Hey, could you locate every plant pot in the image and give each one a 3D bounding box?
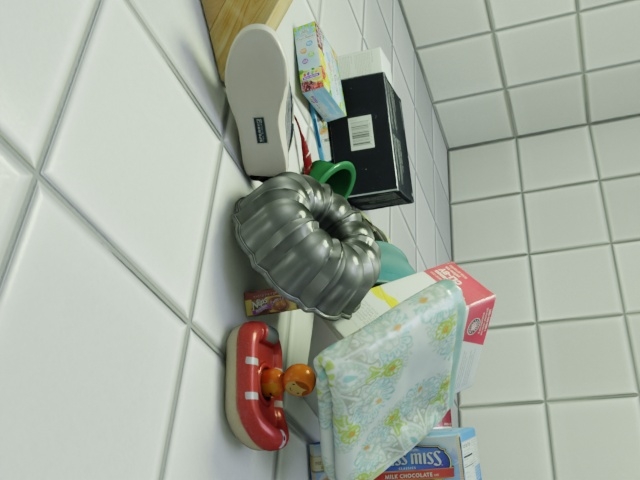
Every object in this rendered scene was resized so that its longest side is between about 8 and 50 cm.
[{"bbox_3d":[0.147,0.141,1.924,0.255,0.271,0.272,-83,157,-57],"label":"plant pot"}]

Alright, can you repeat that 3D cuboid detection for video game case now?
[{"bbox_3d":[0.007,-0.302,2.072,0.119,0.015,0.167,-35,115,-69],"label":"video game case"}]

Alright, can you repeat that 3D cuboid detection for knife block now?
[{"bbox_3d":[-0.103,-0.461,1.455,0.088,0.241,0.276,-43,122,-67],"label":"knife block"}]

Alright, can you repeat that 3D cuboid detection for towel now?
[{"bbox_3d":[0.138,0.283,1.426,0.320,0.090,0.375,-30,134,-30],"label":"towel"}]

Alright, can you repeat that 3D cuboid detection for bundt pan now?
[{"bbox_3d":[-0.007,-0.008,1.470,0.330,0.124,0.331,35,26,-20],"label":"bundt pan"}]

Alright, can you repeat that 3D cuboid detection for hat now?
[{"bbox_3d":[-0.028,-0.174,1.897,0.209,0.183,0.173,-58,153,8],"label":"hat"}]

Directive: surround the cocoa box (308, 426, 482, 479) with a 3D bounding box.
[{"bbox_3d":[0.175,0.546,1.663,0.231,0.346,0.228,27,56,-68],"label":"cocoa box"}]

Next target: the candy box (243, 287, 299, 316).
[{"bbox_3d":[-0.068,0.118,1.512,0.186,0.109,0.053,8,72,-70],"label":"candy box"}]

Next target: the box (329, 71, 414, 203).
[{"bbox_3d":[0.152,-0.280,2.210,0.312,0.178,0.344,16,67,-73],"label":"box"}]

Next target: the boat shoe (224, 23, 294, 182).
[{"bbox_3d":[-0.115,-0.294,1.496,0.158,0.127,0.341,-85,178,-50],"label":"boat shoe"}]

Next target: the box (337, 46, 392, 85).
[{"bbox_3d":[0.119,-0.501,2.248,0.130,0.170,0.091,29,54,-68],"label":"box"}]

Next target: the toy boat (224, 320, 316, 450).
[{"bbox_3d":[-0.081,0.258,1.341,0.151,0.151,0.231,41,44,-62],"label":"toy boat"}]

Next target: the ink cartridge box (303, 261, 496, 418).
[{"bbox_3d":[0.168,0.238,1.629,0.160,0.384,0.279,44,-41,41],"label":"ink cartridge box"}]

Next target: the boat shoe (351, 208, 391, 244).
[{"bbox_3d":[0.122,-0.020,2.094,0.073,0.080,0.224,19,23,-36],"label":"boat shoe"}]

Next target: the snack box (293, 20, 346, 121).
[{"bbox_3d":[-0.001,-0.451,2.005,0.174,0.070,0.207,41,39,-62],"label":"snack box"}]

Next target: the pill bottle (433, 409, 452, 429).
[{"bbox_3d":[0.260,0.445,2.160,0.224,0.223,0.393,37,47,-65],"label":"pill bottle"}]
